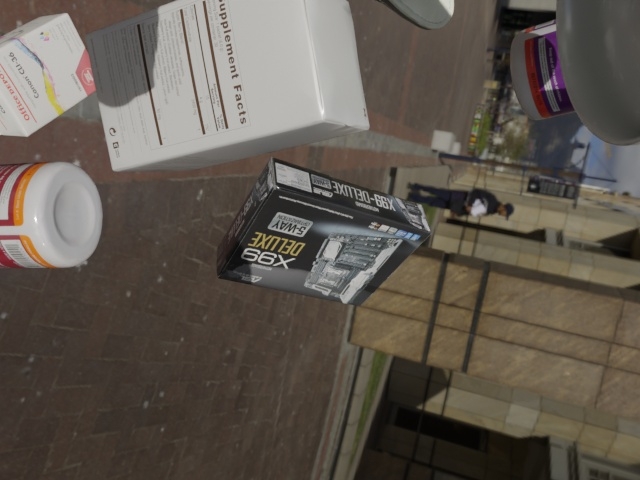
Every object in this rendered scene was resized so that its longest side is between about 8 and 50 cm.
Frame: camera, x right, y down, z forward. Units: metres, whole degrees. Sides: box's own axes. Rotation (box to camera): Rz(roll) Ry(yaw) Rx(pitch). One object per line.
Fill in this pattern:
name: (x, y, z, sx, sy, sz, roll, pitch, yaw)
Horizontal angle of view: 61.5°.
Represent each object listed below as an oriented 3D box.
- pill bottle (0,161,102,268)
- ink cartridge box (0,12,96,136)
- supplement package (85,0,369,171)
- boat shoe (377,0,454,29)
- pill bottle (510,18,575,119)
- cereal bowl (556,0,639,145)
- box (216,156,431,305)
pill bottle: (-0.269, -0.019, 0.443, 0.086, 0.151, 0.086, -1, 90, -79)
ink cartridge box: (-0.420, -0.226, 0.763, 0.198, 0.067, 0.115, -56, 142, -38)
supplement package: (-0.110, -0.199, 0.683, 0.177, 0.292, 0.176, -20, 100, -68)
boat shoe: (0.094, -0.476, 0.909, 0.116, 0.319, 0.099, -50, -171, -8)
pill bottle: (0.535, -0.346, 1.000, 0.181, 0.322, 0.182, 12, 75, -52)
cereal bowl: (0.429, -0.292, 0.661, 0.339, 0.141, 0.340, -8, 90, -88)
box: (0.000, 0.000, 0.958, 0.242, 0.307, 0.077, -52, -145, 38)
